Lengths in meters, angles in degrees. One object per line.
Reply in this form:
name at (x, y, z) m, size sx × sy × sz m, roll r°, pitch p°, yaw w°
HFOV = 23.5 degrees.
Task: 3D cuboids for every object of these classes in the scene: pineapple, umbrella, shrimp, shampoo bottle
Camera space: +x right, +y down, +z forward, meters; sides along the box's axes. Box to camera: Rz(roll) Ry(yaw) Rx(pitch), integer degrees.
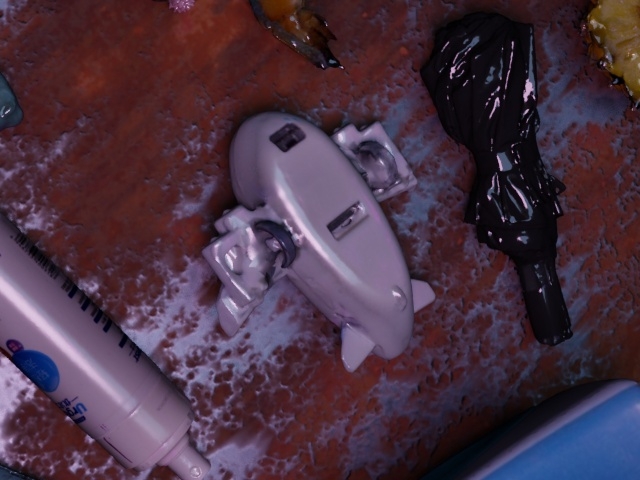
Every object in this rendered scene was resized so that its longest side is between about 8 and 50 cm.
pineapple at (0.349, -0.221, 1.574) m, size 0.225 × 0.076 × 0.224 m, roll 1°, pitch 87°, yaw -19°
umbrella at (0.189, -0.058, 1.520) m, size 0.118 × 0.118 × 0.340 m, roll -21°, pitch 102°, yaw -16°
shrimp at (0.061, -0.253, 1.459) m, size 0.290 × 0.054 × 0.222 m, roll 18°, pitch 73°, yaw 0°
shampoo bottle at (-0.214, 0.111, 1.390) m, size 0.092 × 0.092 × 0.303 m, roll -46°, pitch 103°, yaw -12°

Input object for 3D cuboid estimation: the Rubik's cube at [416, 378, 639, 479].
Rubik's cube at (0.199, 0.351, 1.354) m, size 0.352 × 0.347 × 0.352 m, roll -35°, pitch 84°, yaw -14°

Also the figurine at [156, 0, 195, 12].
figurine at (-0.139, -0.280, 1.438) m, size 0.072 × 0.054 × 0.129 m, roll 21°, pitch 76°, yaw -31°

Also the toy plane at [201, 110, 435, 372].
toy plane at (0.003, -0.001, 1.442) m, size 0.267 × 0.123 × 0.266 m, roll 8°, pitch 75°, yaw -32°

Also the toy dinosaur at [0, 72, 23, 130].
toy dinosaur at (-0.347, -0.322, 1.351) m, size 0.331 × 0.129 × 0.383 m, roll 29°, pitch 67°, yaw -26°

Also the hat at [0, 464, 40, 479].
hat at (-0.288, 0.273, 1.372) m, size 0.191 × 0.078 × 0.138 m, roll 30°, pitch 83°, yaw -15°
